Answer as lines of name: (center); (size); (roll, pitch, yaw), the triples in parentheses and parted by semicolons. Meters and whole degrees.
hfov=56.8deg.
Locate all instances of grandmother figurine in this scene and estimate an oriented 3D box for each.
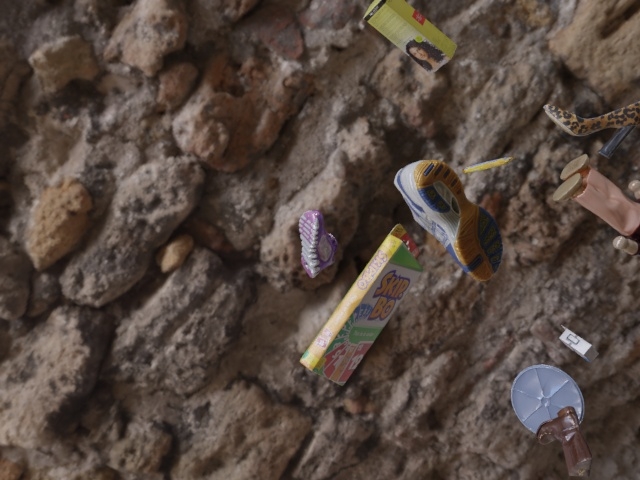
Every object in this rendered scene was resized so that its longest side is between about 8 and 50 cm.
grandmother figurine: (0.668, -0.045, 1.274); (0.208, 0.342, 0.104); (-56, 6, -22)

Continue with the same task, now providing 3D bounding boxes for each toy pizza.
toy pizza: (0.632, 0.446, 1.649); (0.201, 0.032, 0.201); (0, 90, 40)

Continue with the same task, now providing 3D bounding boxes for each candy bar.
candy bar: (0.448, -0.202, 1.582); (0.040, 0.018, 0.161); (-26, 11, -34)

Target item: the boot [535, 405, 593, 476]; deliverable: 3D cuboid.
boot: (0.406, 0.351, 0.987); (0.114, 0.037, 0.106); (-89, 16, -52)

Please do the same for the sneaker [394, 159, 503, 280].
sneaker: (0.267, -0.045, 1.228); (0.112, 0.296, 0.131); (-40, 18, -16)

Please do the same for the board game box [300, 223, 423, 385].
board game box: (0.077, 0.104, 0.936); (0.039, 0.124, 0.259); (29, 82, 33)

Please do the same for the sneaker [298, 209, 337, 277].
sneaker: (0.000, 0.000, 1.759); (0.095, 0.104, 0.236); (53, 154, 42)

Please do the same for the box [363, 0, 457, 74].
box: (0.226, -0.522, 1.483); (0.087, 0.232, 0.058); (-30, 31, 58)

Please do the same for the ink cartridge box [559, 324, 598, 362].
ink cartridge box: (0.552, 0.223, 1.281); (0.028, 0.048, 0.083); (-49, 38, 1)

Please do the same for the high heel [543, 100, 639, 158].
high heel: (0.817, -0.389, 1.767); (0.186, 0.261, 0.093); (-57, 3, 19)
